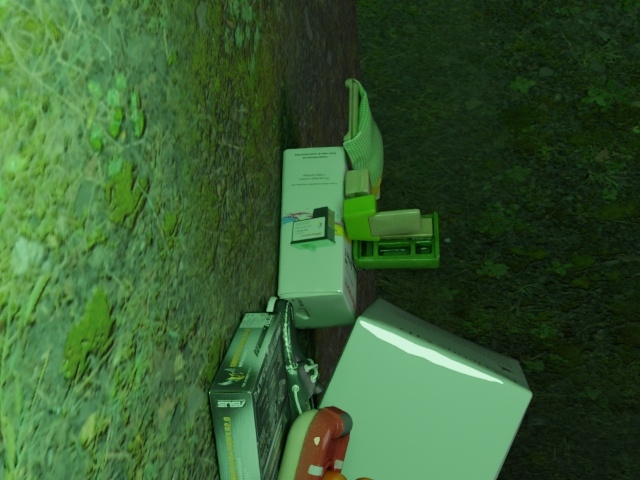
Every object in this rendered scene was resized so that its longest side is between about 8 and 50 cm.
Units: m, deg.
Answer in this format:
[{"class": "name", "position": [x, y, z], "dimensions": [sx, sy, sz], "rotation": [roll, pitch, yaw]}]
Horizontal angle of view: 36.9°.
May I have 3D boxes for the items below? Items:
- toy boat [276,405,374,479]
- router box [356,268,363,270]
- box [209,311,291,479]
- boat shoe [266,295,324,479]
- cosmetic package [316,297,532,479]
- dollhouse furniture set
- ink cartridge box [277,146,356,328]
[{"class": "toy boat", "position": [0.020, 0.364, 1.389], "dimensions": [0.151, 0.151, 0.231], "rotation": [22, 82, -71]}, {"class": "router box", "position": [0.027, 0.027, 1.883], "dimensions": [0.092, 0.122, 0.038], "rotation": [75, 12, -57]}, {"class": "box", "position": [-0.090, 0.226, 1.300], "dimensions": [0.231, 0.056, 0.183], "rotation": [-71, 159, -66]}, {"class": "boat shoe", "position": [-0.039, 0.237, 1.516], "dimensions": [0.114, 0.091, 0.303], "rotation": [-51, 139, -77]}, {"class": "cosmetic package", "position": [0.172, 0.331, 1.787], "dimensions": [0.393, 0.329, 0.328], "rotation": [-9, 123, -82]}, {"class": "dollhouse furniture set", "position": [0.128, -0.124, 1.707], "dimensions": [0.198, 0.151, 0.302], "rotation": [74, 15, -56]}, {"class": "ink cartridge box", "position": [0.000, 0.000, 1.729], "dimensions": [0.201, 0.117, 0.278], "rotation": [67, 23, -67]}]
